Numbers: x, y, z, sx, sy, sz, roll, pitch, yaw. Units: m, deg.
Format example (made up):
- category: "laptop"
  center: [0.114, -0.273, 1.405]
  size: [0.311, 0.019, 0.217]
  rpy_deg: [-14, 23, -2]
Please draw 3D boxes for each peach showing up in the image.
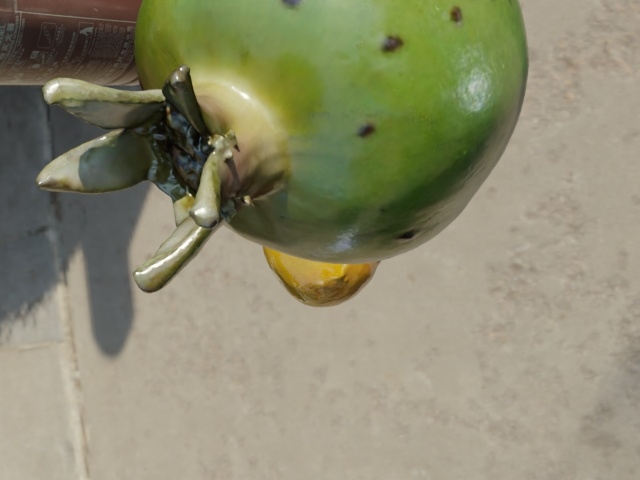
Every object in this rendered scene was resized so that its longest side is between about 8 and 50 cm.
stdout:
- category: "peach"
  center: [0.000, 0.000, 1.187]
  size: [0.138, 0.138, 0.138]
  rpy_deg: [7, 99, 48]

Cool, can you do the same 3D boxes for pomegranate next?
- category: "pomegranate"
  center: [-0.015, -0.064, 0.465]
  size: [0.181, 0.224, 0.181]
  rpy_deg: [22, 129, 30]

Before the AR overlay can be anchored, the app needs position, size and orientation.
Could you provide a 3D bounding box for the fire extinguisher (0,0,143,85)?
- category: "fire extinguisher"
  center: [-0.200, -0.148, 0.681]
  size: [0.105, 0.269, 0.104]
  rpy_deg: [4, 98, 29]
